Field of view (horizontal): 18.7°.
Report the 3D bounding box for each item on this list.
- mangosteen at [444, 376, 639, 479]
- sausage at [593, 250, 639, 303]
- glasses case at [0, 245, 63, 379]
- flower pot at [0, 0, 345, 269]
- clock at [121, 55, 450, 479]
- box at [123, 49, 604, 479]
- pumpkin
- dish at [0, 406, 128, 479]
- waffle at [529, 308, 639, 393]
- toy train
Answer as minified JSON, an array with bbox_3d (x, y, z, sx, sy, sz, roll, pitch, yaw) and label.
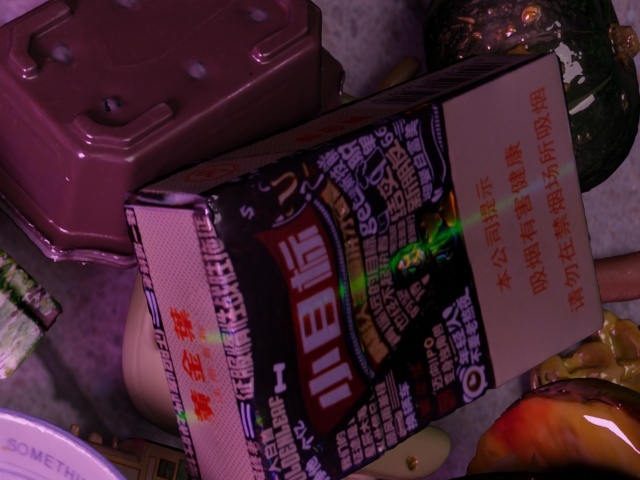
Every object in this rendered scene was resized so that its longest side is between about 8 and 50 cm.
[{"bbox_3d":[0.154,0.306,1.228,0.421,0.381,0.381,-43,111,-23],"label":"mangosteen"},{"bbox_3d":[0.196,0.032,1.486,0.186,0.043,0.043,-5,89,-36],"label":"sausage"},{"bbox_3d":[-0.275,-0.027,1.123,0.272,0.095,0.062,47,63,-23],"label":"glasses case"},{"bbox_3d":[-0.102,-0.106,1.204,0.251,0.084,0.179,-34,70,-31],"label":"flower pot"},{"bbox_3d":[0.000,0.000,1.317,0.235,0.096,0.308,18,75,-33],"label":"clock"},{"bbox_3d":[0.038,0.015,1.212,0.310,0.084,0.198,-25,111,-38],"label":"box"},{"bbox_3d":[0.155,-0.123,1.398,0.190,0.146,0.190,36,35,-30],"label":"pumpkin"},{"bbox_3d":[-0.211,0.243,1.122,0.273,0.134,0.273,0,65,0],"label":"dish"},{"bbox_3d":[0.258,0.210,1.505,0.309,0.065,0.283,42,64,-24],"label":"waffle"},{"bbox_3d":[-0.146,0.160,1.230,0.138,0.050,0.087,21,70,-31],"label":"toy train"}]
